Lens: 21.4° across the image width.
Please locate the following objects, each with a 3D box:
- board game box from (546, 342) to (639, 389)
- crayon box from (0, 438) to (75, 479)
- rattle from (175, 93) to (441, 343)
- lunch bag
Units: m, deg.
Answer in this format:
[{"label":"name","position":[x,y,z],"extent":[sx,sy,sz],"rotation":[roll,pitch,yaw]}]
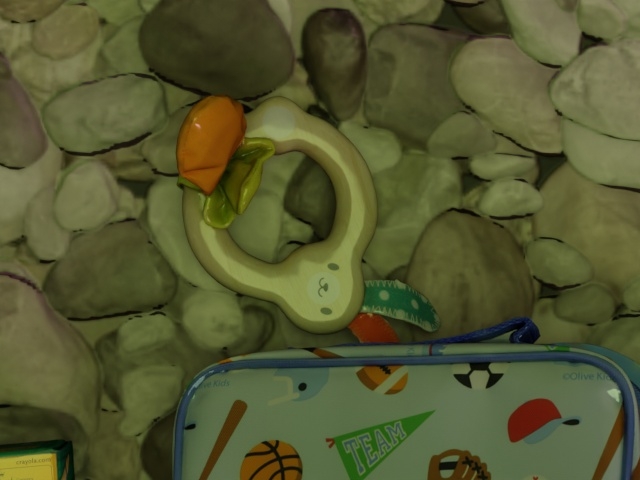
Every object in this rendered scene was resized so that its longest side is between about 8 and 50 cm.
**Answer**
[{"label":"board game box","position":[0.157,0.148,1.099],"extent":[0.133,0.033,0.168],"rotation":[0,93,-8]},{"label":"crayon box","position":[-0.290,0.218,1.050],"extent":[0.278,0.081,0.165],"rotation":[-4,88,-3]},{"label":"rattle","position":[0.000,0.000,1.046],"extent":[0.130,0.143,0.199],"rotation":[-30,84,-21]},{"label":"lunch bag","position":[0.060,0.170,1.004],"extent":[0.303,0.115,0.243],"rotation":[-2,74,18]}]
